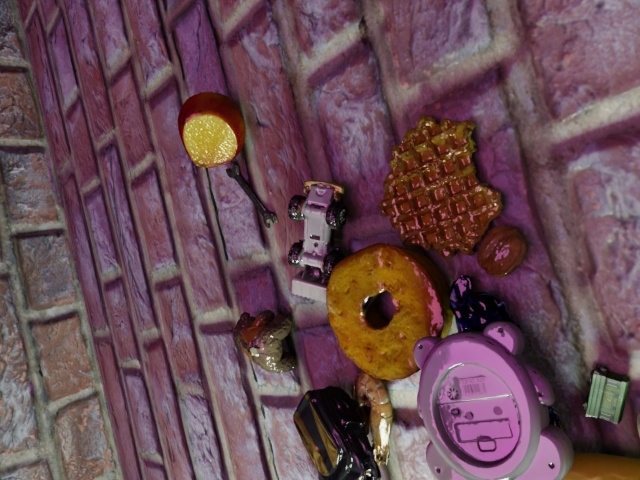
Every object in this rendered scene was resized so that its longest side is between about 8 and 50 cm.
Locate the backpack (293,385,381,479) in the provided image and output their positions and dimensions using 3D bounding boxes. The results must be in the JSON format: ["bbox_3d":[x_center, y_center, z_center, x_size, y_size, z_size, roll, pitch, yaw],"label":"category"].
[{"bbox_3d":[0.048,0.483,1.108,0.258,0.133,0.206,60,144,39],"label":"backpack"}]

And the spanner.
[{"bbox_3d":[-0.198,-0.131,1.333,0.254,0.015,0.054,52,127,24],"label":"spanner"}]

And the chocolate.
[{"bbox_3d":[0.332,0.221,0.851,0.148,0.126,0.343,111,145,-73],"label":"chocolate"}]

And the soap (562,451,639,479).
[{"bbox_3d":[0.512,0.490,0.714,0.428,0.115,0.305,-8,90,38],"label":"soap"}]

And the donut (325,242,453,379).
[{"bbox_3d":[0.151,0.142,0.997,0.303,0.110,0.302,9,103,44],"label":"donut"}]

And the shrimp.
[{"bbox_3d":[0.119,0.424,1.115,0.133,0.053,0.235,-1,97,47],"label":"shrimp"}]

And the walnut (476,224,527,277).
[{"bbox_3d":[0.324,0.018,0.835,0.079,0.083,0.096,-113,39,-51],"label":"walnut"}]

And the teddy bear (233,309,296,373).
[{"bbox_3d":[-0.168,0.278,1.306,0.190,0.140,0.176,12,109,50],"label":"teddy bear"}]

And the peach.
[{"bbox_3d":[-0.299,-0.299,1.280,0.190,0.190,0.192,-10,72,43],"label":"peach"}]

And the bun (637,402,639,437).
[{"bbox_3d":[0.576,0.227,0.529,0.361,0.213,0.360,-33,47,45],"label":"bun"}]

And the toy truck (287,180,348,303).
[{"bbox_3d":[0.000,0.000,1.109,0.137,0.111,0.285,13,110,24],"label":"toy truck"}]

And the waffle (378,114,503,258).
[{"bbox_3d":[0.232,-0.101,0.915,0.291,0.051,0.290,8,101,42],"label":"waffle"}]

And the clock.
[{"bbox_3d":[0.266,0.269,0.773,0.228,0.090,0.247,-22,70,34],"label":"clock"}]

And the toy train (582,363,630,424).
[{"bbox_3d":[0.469,0.254,0.770,0.056,0.038,0.093,12,105,34],"label":"toy train"}]
